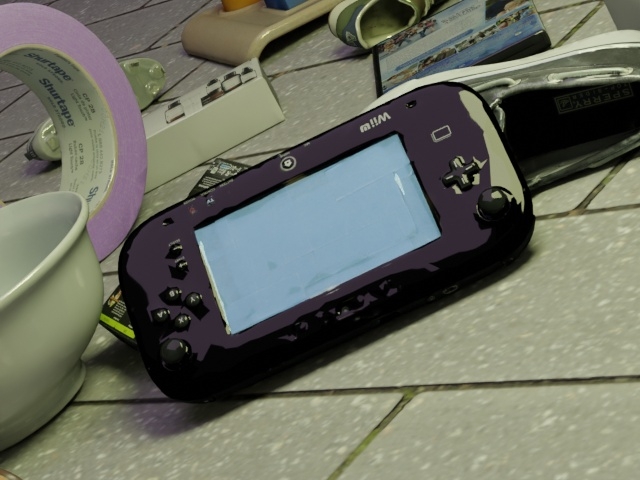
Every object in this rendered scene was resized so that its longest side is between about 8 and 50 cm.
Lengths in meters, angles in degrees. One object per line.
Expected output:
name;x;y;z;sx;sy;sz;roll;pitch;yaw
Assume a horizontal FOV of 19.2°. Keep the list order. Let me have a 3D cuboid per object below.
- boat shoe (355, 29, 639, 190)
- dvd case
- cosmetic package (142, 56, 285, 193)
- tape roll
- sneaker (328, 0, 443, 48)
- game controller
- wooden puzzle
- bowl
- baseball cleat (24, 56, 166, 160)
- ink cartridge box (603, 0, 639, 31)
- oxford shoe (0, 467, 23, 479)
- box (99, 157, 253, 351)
boat shoe;0.140;-0.080;1.509;0.301;0.108;0.102;-15;20;17
dvd case;0.139;-0.199;1.940;0.180;0.022;0.253;-27;19;9
cosmetic package;-0.160;-0.115;2.090;0.239;0.060;0.099;-28;18;3
tape roll;-0.304;-0.096;1.908;0.090;0.274;0.275;-12;25;42
sneaker;0.105;-0.270;2.123;0.192;0.064;0.086;-30;26;-2
game controller;0.000;0.000;1.439;0.319;0.166;0.067;-25;-23;6
wooden puzzle;-0.010;-0.353;2.470;0.348;0.080;0.322;-33;19;-12
bowl;-0.293;0.094;1.609;0.298;0.134;0.298;-27;20;11
baseball cleat;-0.294;-0.168;2.410;0.206;0.072;0.109;-34;12;-28
ink cartridge box;0.363;-0.292;1.541;0.307;0.223;0.129;-34;18;-16
oxford shoe;-0.324;0.203;1.396;0.364;0.130;0.133;-13;16;36
box;-0.095;0.020;1.584;0.184;0.045;0.191;-55;24;-8
